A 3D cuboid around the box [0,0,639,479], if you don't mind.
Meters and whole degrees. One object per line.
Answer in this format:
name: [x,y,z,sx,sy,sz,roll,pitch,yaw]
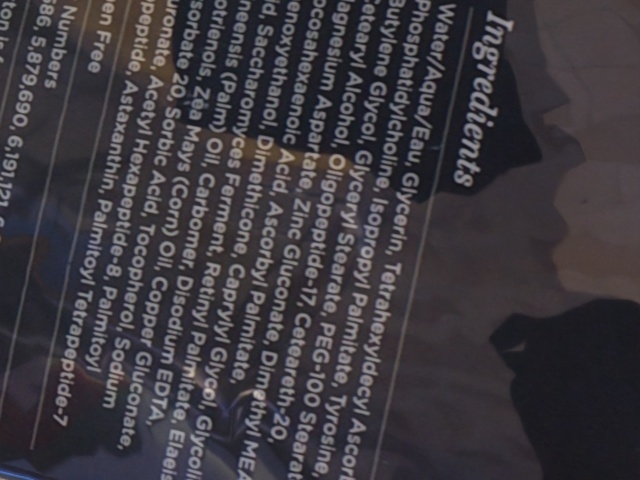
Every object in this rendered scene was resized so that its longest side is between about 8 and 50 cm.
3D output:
box: [0.000,0.000,0.548,0.472,0.297,0.480,11,178,7]
